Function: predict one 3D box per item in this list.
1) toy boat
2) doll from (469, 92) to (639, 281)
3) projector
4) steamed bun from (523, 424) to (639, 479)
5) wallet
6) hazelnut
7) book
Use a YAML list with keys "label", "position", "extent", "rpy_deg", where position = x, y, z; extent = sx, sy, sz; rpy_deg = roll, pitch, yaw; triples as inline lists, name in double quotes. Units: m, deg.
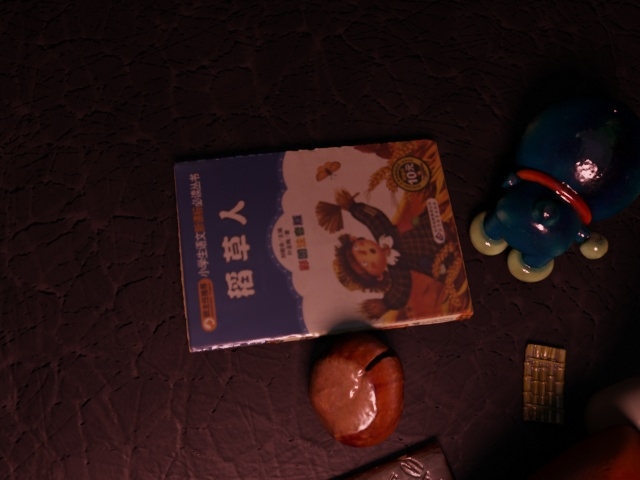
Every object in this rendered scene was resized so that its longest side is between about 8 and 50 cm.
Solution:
- label: "toy boat"
  position: [0.335, 0.215, 1.048]
  extent: [0.063, 0.016, 0.115]
  rpy_deg: [9, 71, -3]
- label: "doll"
  position: [0.381, -0.094, 1.069]
  extent: [0.198, 0.186, 0.322]
  rpy_deg: [33, 75, 5]
- label: "projector"
  position: [0.451, 0.213, 0.892]
  extent: [0.108, 0.337, 0.108]
  rpy_deg: [1, 69, -3]
- label: "steamed bun"
  position: [0.297, 0.409, 0.829]
  extent: [0.379, 0.248, 0.235]
  rpy_deg: [-39, 78, -2]
- label: "wallet"
  position: [0.085, 0.373, 0.964]
  extent: [0.232, 0.031, 0.122]
  rpy_deg: [-17, 72, -11]
- label: "hazelnut"
  position: [0.056, 0.207, 0.972]
  extent: [0.143, 0.143, 0.154]
  rpy_deg: [-13, 81, -10]
- label: "book"
  position: [0.000, 0.000, 1.076]
  extent: [0.427, 0.039, 0.300]
  rpy_deg: [-7, 73, -8]
